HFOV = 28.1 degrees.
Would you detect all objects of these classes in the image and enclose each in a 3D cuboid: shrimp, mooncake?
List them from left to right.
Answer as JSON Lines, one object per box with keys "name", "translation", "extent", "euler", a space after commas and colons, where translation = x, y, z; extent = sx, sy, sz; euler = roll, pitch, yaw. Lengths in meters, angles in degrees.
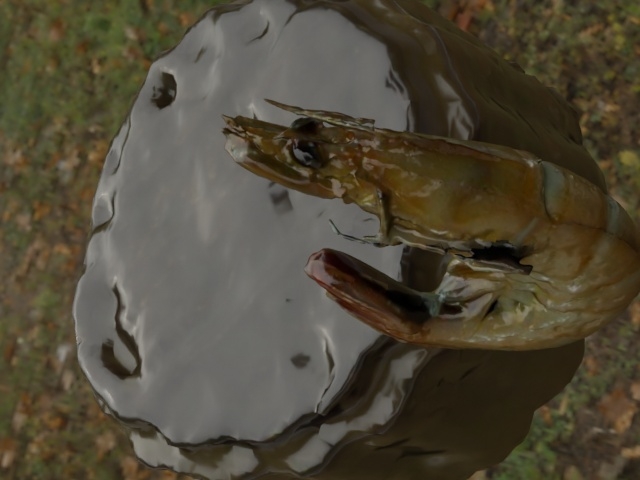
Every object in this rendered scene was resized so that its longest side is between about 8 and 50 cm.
{"name": "mooncake", "translation": [-0.001, 0.001, 0.785], "extent": [0.324, 0.187, 0.324], "euler": [-14, 68, 37]}
{"name": "shrimp", "translation": [0.033, -0.002, 0.429], "extent": [0.095, 0.162, 0.045], "euler": [-41, 35, 55]}
